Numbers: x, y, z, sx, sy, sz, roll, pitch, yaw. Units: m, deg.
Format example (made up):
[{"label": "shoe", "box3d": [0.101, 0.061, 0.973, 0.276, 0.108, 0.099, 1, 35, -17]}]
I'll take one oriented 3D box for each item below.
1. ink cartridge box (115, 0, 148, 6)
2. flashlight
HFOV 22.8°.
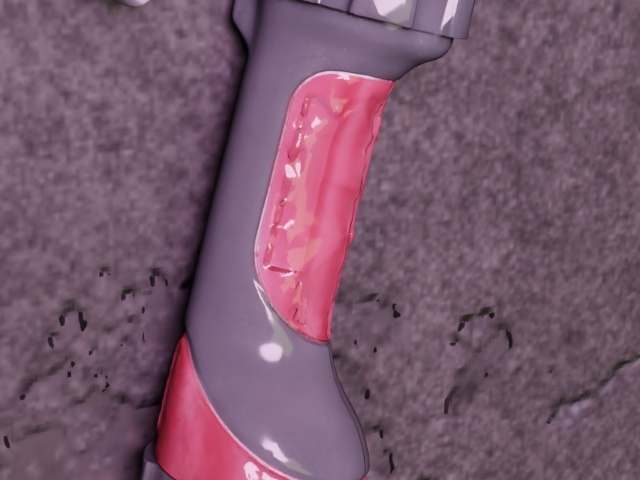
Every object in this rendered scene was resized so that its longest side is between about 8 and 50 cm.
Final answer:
[{"label": "ink cartridge box", "box3d": [-0.060, -0.200, 0.593, 0.179, 0.045, 0.145, -47, 123, -5]}, {"label": "flashlight", "box3d": [0.000, 0.000, 0.659, 0.103, 0.103, 0.304, 10, 102, -31]}]
